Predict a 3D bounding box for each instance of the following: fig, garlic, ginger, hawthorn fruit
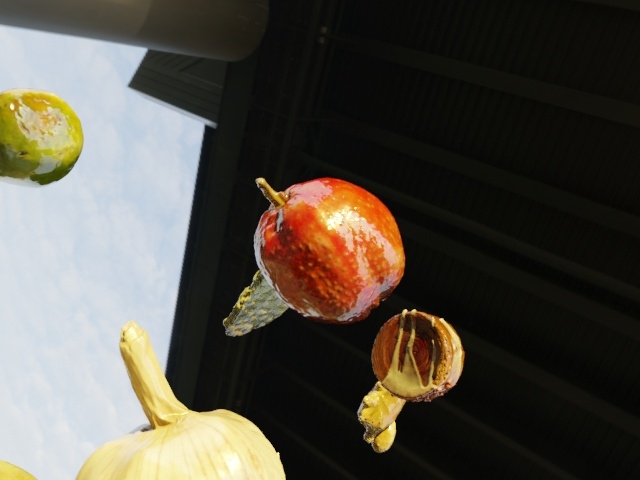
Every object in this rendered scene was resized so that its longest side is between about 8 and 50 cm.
[{"bbox_3d":[-0.516,-0.157,0.909,0.167,0.167,0.233,47,-53,18],"label":"fig"},{"bbox_3d":[-0.147,0.184,0.480,0.199,0.199,0.225,-19,-93,36],"label":"garlic"},{"bbox_3d":[0.138,0.339,1.101,0.115,0.205,0.081,31,-19,-8],"label":"ginger"},{"bbox_3d":[0.000,0.000,0.753,0.205,0.205,0.253,-33,-79,35],"label":"hawthorn fruit"}]

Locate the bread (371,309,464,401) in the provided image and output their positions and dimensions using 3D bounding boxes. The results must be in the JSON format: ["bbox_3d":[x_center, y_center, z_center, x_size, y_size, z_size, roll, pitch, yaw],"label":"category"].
[{"bbox_3d":[0.170,0.205,0.913,0.161,0.073,0.160,-13,-111,36],"label":"bread"}]

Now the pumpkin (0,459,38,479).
[{"bbox_3d":[-0.385,0.343,0.475,0.333,0.199,0.332,2,-58,3],"label":"pumpkin"}]

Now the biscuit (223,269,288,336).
[{"bbox_3d":[-0.095,0.107,1.156,0.036,0.187,0.273,49,-67,32],"label":"biscuit"}]
